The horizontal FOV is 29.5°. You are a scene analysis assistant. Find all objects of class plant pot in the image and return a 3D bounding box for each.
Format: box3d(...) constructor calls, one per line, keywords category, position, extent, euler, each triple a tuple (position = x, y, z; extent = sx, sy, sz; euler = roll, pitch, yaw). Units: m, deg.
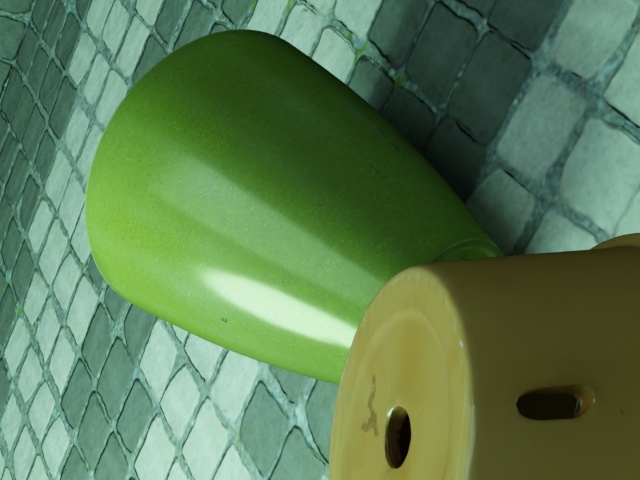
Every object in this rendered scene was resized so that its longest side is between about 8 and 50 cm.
box3d(category="plant pot", position=(0.000, 0.000, 1.002), extent=(0.293, 0.275, 0.274), euler=(31, 106, 40))
box3d(category="plant pot", position=(0.133, 0.128, 0.717), extent=(0.291, 0.203, 0.291), euler=(-171, 90, -71))
